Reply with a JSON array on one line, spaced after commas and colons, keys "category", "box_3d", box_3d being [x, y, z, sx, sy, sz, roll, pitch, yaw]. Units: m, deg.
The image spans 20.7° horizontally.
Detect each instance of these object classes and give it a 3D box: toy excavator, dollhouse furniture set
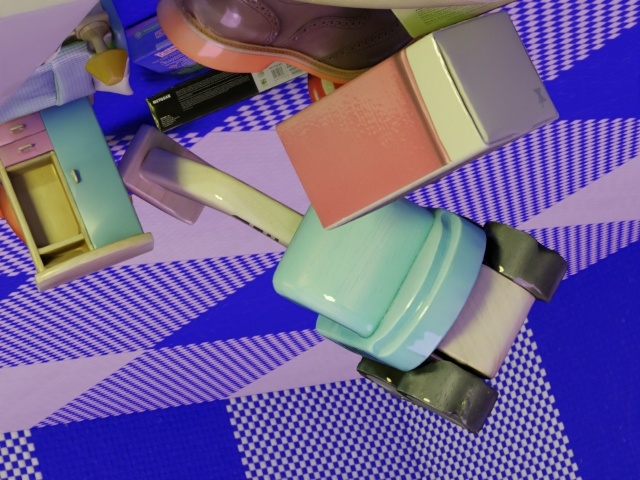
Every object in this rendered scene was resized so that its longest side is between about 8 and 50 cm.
[{"category": "toy excavator", "box_3d": [0.000, 0.000, 2.033, 0.445, 0.222, 0.433, 32, 174, -17]}, {"category": "dollhouse furniture set", "box_3d": [-0.314, -0.079, 1.811, 0.286, 0.198, 0.303, -21, 167, -12]}]

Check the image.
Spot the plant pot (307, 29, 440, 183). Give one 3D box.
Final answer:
[{"category": "plant pot", "box_3d": [0.078, -0.170, 2.010, 0.191, 0.191, 0.174, -20, 160, 9]}]

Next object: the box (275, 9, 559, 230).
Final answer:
[{"category": "box", "box_3d": [0.096, -0.122, 1.785, 0.232, 0.127, 0.148, -28, 178, 40]}]

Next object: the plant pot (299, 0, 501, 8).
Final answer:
[{"category": "plant pot", "box_3d": [0.025, -0.294, 1.444, 0.256, 0.256, 0.274, -4, 177, -40]}]

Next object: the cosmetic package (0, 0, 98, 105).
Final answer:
[{"category": "cosmetic package", "box_3d": [-0.372, -0.168, 1.362, 0.197, 0.155, 0.365, -38, 172, 39]}]

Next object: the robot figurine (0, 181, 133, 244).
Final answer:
[{"category": "robot figurine", "box_3d": [-0.317, -0.043, 2.138, 0.128, 0.158, 0.219, -48, 168, -9]}]

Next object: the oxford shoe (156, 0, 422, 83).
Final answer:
[{"category": "oxford shoe", "box_3d": [0.006, -0.246, 1.777, 0.364, 0.130, 0.133, -11, 150, -50]}]

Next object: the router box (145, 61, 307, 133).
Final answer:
[{"category": "router box", "box_3d": [-0.104, -0.173, 1.951, 0.179, 0.046, 0.133, -23, -174, -2]}]

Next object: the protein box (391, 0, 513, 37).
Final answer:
[{"category": "protein box", "box_3d": [0.138, -0.311, 1.651, 0.200, 0.136, 0.201, -20, 166, 12]}]

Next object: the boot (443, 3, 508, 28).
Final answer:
[{"category": "boot", "box_3d": [0.275, -0.319, 1.834, 0.280, 0.096, 0.264, -19, -179, -27]}]

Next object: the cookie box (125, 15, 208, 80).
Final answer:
[{"category": "cookie box", "box_3d": [-0.142, -0.214, 1.876, 0.092, 0.040, 0.107, -22, 166, 20]}]
